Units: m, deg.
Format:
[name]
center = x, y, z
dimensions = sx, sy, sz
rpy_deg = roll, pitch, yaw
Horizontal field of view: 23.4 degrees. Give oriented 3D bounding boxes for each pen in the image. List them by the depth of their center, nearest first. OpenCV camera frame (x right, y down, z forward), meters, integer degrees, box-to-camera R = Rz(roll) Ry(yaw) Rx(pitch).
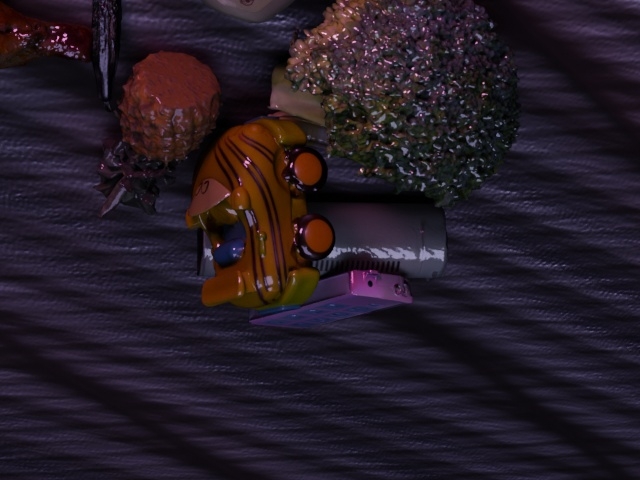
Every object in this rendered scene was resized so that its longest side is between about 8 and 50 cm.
[pen]
center = 0.035, -0.132, 2.028
dimensions = 0.233, 0.032, 0.040
rpy_deg = 12, 109, -21

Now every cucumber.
[cucumber]
center = -0.258, -0.229, 1.841
dimensions = 0.039, 0.043, 0.163
rpy_deg = 15, 110, 26

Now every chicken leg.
[chicken leg]
center = -0.404, -0.283, 1.788
dimensions = 0.177, 0.083, 0.322
rpy_deg = -36, 129, 2

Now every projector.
[projector]
center = 0.000, 0.000, 2.101
dimensions = 0.337, 0.108, 0.108
rpy_deg = 1, 135, -8

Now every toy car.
[toy car]
center = -0.093, -0.030, 1.922
dimensions = 0.142, 0.248, 0.200
rpy_deg = -3, 170, -34

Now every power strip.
[power strip]
center = 0.010, 0.084, 2.149
dimensions = 0.109, 0.038, 0.279
rpy_deg = 9, 164, -34

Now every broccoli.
[broccoli]
center = 0.103, -0.200, 1.849
dimensions = 0.375, 0.302, 0.249
rpy_deg = 4, 119, -51

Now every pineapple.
[pineapple]
center = -0.211, -0.122, 1.948
dimensions = 0.128, 0.128, 0.248
rpy_deg = 12, 138, -19

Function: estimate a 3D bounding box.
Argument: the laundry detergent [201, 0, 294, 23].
[laundry detergent]
center = -0.114, -0.363, 1.727
dimensions = 0.181, 0.091, 0.253
rpy_deg = -38, 128, 26
